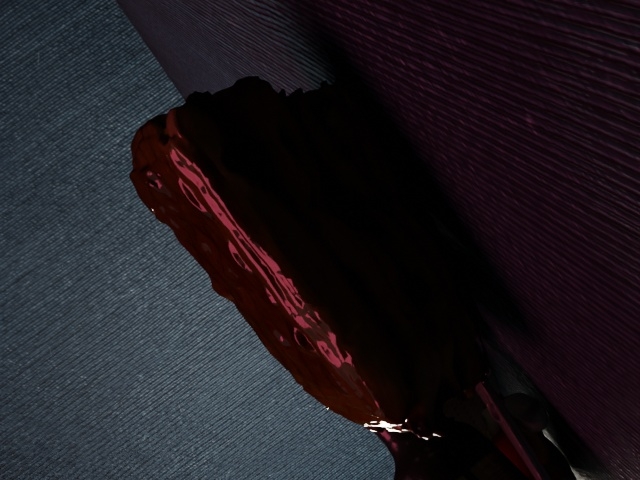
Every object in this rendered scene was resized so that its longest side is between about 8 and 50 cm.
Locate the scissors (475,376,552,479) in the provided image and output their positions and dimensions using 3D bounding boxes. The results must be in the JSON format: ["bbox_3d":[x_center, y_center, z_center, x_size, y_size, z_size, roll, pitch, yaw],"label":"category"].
[{"bbox_3d":[0.139,0.128,1.052,0.191,0.029,0.360,76,167,-58],"label":"scissors"}]

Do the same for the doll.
[{"bbox_3d":[0.207,0.231,1.144,0.183,0.085,0.217,-148,39,-68],"label":"doll"}]

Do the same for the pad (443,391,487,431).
[{"bbox_3d":[0.144,0.195,1.249,0.159,0.009,0.265,56,-159,-3],"label":"pad"}]

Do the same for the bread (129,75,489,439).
[{"bbox_3d":[0.000,0.000,0.956,0.324,0.167,0.277,51,168,-9],"label":"bread"}]

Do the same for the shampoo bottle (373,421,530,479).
[{"bbox_3d":[0.142,0.239,1.062,0.284,0.101,0.101,44,173,19],"label":"shampoo bottle"}]
